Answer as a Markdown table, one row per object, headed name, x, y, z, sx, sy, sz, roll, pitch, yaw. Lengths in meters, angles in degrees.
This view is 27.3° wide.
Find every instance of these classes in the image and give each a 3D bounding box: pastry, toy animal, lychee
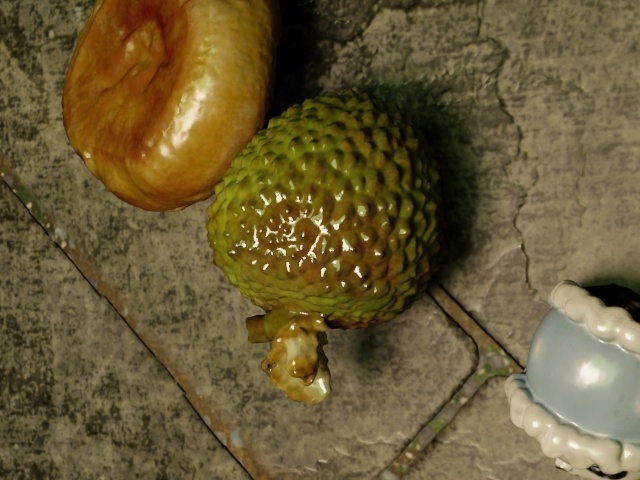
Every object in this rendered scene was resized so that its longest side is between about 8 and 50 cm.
| name | x | y | z | sx | sy | sz | roll | pitch | yaw |
| --- | --- | --- | --- | --- | --- | --- | --- | --- | --- |
| pastry | -0.173 | -0.204 | 1.587 | 0.356 | 0.164 | 0.356 | -21 | 59 | 41 |
| toy animal | 0.290 | 0.151 | 1.356 | 0.208 | 0.156 | 0.204 | 31 | 102 | 31 |
| lychee | 0.004 | -0.011 | 1.467 | 0.270 | 0.270 | 0.320 | 37 | 74 | 25 |
